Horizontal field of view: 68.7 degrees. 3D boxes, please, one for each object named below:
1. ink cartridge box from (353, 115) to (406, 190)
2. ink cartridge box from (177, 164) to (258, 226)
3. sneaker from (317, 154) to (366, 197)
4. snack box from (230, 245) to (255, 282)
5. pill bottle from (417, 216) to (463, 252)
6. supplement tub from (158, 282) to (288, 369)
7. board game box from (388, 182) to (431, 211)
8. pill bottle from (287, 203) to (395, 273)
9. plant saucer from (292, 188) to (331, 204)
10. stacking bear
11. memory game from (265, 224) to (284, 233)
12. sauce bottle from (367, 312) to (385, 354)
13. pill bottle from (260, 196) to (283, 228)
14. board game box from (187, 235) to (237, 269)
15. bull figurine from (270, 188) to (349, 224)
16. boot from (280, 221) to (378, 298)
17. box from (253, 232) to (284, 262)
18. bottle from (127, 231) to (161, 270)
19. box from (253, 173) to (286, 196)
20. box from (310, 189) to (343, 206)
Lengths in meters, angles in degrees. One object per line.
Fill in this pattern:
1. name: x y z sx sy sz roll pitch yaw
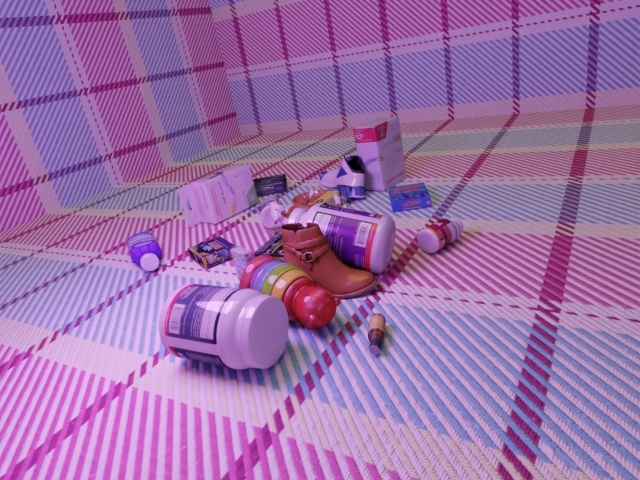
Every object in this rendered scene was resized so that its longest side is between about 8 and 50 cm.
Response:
1. ink cartridge box: 0.288 -0.414 2.231 0.131 0.306 0.226 8 29 39
2. ink cartridge box: -0.476 -0.211 2.222 0.119 0.207 0.353 8 30 40
3. sneaker: 0.121 -0.319 2.212 0.128 0.182 0.315 0 17 -33
4. snack box: -0.230 0.095 1.474 0.037 0.141 0.100 -27 28 -32
5. pill bottle: 0.398 -0.023 1.543 0.152 0.086 0.086 -25 27 -32
6. supplement tub: -0.236 0.208 1.146 0.272 0.191 0.191 2 26 28
7. board game box: 0.375 -0.187 1.990 0.160 0.047 0.210 -8 22 7
8. pill bottle: 0.063 -0.014 1.480 0.323 0.181 0.181 13 30 20
9. plant saucer: -0.032 -0.191 2.198 0.200 0.037 0.200 -9 23 4
10. stacking bear: -0.076 0.151 1.270 0.175 0.164 0.289 -28 33 -36
11. memory game: -0.128 -0.047 1.874 0.186 0.012 0.186 -4 9 1
12. sauce bottle: 0.134 0.225 1.132 0.042 0.042 0.128 -5 22 15
13. pill bottle: -0.209 -0.128 2.036 0.108 0.107 0.180 -12 22 -2
14. board game box: -0.413 0.045 1.797 0.141 0.048 0.170 -25 26 -27
15. bull figurine: -0.035 -0.106 1.798 0.311 0.101 0.188 19 55 13
16. boot: 0.019 0.047 1.372 0.284 0.220 0.109 2 26 29
17. box: -0.120 0.026 1.718 0.184 0.045 0.190 3 25 24
18. bottle: -0.698 0.045 1.866 0.118 0.092 0.283 -18 24 -21
19. box: -0.301 -0.295 2.534 0.233 0.059 0.183 -10 24 3
20. box: 0.018 -0.138 1.989 0.058 0.087 0.232 1 27 30
